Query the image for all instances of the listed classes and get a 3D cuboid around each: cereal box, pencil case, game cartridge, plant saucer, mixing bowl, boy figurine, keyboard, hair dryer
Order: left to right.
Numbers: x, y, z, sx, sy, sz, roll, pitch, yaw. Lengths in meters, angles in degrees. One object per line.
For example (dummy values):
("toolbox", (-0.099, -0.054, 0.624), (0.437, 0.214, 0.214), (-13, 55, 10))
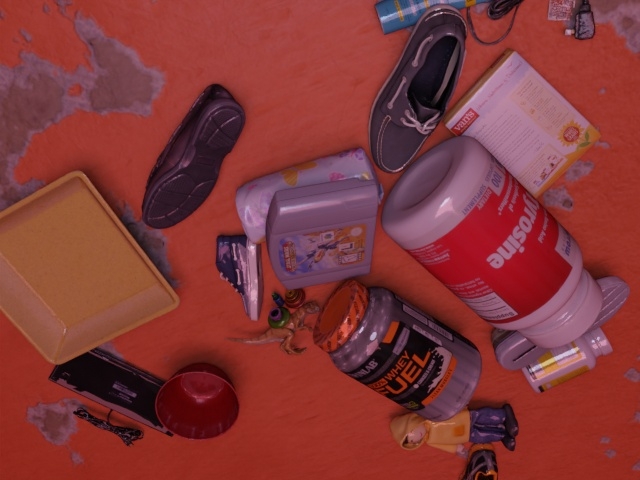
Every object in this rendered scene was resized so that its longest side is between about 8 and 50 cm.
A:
("plant saucer", (-0.498, 0.054, 1.210), (0.333, 0.081, 0.332), (-26, 113, 12))
("keyboard", (-0.468, 0.368, 1.395), (0.317, 0.033, 0.201), (32, 105, -14))
("mixing bowl", (-0.268, 0.341, 1.341), (0.182, 0.098, 0.181), (-2, 113, -4))
("pencil case", (-0.023, -0.081, 1.130), (0.273, 0.113, 0.124), (-19, 119, 8))
("game cartridge", (0.000, 0.000, 1.114), (0.198, 0.062, 0.297), (-14, 150, -7))
("boy figurine", (0.306, 0.428, 1.402), (0.286, 0.092, 0.177), (1, 119, -5))
("cereal box", (0.368, -0.207, 1.108), (0.240, 0.047, 0.173), (37, 111, -17))
("hair dryer", (0.365, -0.460, 0.964), (0.224, 0.080, 0.293), (1, 116, 0))

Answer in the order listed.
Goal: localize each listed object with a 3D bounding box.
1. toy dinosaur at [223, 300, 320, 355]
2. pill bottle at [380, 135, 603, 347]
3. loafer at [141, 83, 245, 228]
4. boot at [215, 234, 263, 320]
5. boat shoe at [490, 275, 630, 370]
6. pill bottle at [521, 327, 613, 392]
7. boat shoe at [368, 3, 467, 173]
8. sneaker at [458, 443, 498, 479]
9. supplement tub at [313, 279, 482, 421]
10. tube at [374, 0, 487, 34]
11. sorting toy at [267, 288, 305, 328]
("toy dinosaur", (-0.087, 0.202, 1.310), (0.212, 0.064, 0.112), (-29, 95, 3))
("pill bottle", (0.327, 0.017, 1.119), (0.408, 0.229, 0.229), (40, 110, -18))
("loafer", (-0.242, -0.152, 1.119), (0.109, 0.095, 0.302), (15, 125, -42))
("boot", (-0.166, 0.075, 1.239), (0.086, 0.069, 0.189), (2, 109, 6))
("boat shoe", (0.487, 0.155, 1.262), (0.302, 0.094, 0.109), (-34, 122, 13))
("pill bottle", (0.525, 0.248, 1.306), (0.184, 0.103, 0.103), (-30, 113, 13))
("boat shoe", (0.163, -0.238, 1.042), (0.116, 0.099, 0.319), (13, 128, -11))
("sneaker", (0.394, 0.604, 1.494), (0.084, 0.083, 0.214), (-3, 118, -1))
("supplement tub", (0.154, 0.222, 1.238), (0.316, 0.193, 0.193), (32, 112, -15))
("tube", (0.195, -0.405, 1.002), (0.207, 0.052, 0.080), (-19, 107, 10))
("sorting toy", (-0.079, 0.132, 1.260), (0.102, 0.061, 0.042), (-46, 138, -10))
